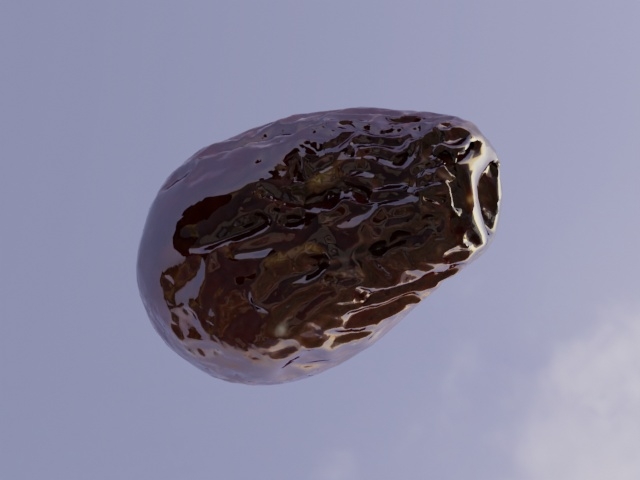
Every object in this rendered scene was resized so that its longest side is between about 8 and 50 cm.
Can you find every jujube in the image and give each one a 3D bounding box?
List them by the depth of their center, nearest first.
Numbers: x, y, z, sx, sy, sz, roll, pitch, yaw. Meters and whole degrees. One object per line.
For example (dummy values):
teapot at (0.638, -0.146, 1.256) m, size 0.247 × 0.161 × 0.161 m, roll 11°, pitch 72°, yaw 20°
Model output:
jujube at (0.000, 0.000, 0.940) m, size 0.236 × 0.168 × 0.168 m, roll -17°, pitch -64°, yaw 32°
